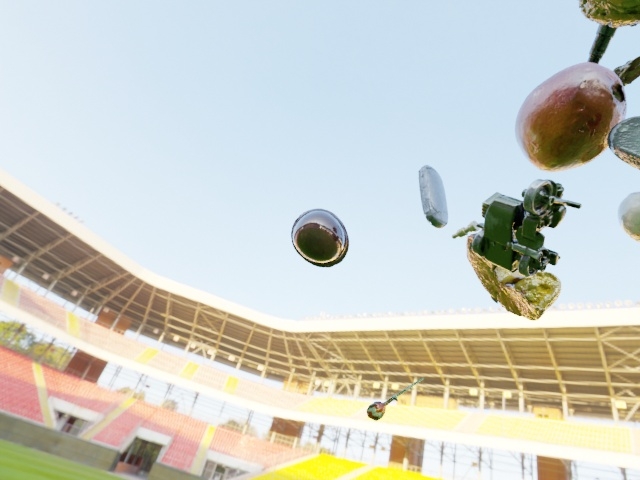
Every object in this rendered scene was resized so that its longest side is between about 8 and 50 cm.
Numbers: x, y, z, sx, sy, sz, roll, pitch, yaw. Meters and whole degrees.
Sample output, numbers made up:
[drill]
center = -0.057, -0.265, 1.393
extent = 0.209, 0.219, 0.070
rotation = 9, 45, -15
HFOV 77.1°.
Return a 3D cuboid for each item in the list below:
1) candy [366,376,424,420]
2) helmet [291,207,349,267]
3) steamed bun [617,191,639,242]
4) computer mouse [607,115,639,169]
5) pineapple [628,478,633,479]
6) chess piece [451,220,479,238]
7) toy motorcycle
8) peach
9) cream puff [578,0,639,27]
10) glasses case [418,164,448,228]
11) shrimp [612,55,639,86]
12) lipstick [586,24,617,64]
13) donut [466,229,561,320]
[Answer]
[candy]
center = 0.203, 0.422, 1.082
extent = 0.049, 0.184, 0.055
rotation = 60, -8, -4
[helmet]
center = 0.000, 0.000, 1.081
extent = 0.155, 0.106, 0.175
rotation = -32, -85, 3
[steamed bun]
center = 1.015, -0.051, 1.193
extent = 0.231, 0.145, 0.232
rotation = 17, 6, -2
[computer mouse]
center = 0.695, -0.183, 0.801
extent = 0.068, 0.229, 0.113
rotation = 26, -73, -34
[pineapple]
center = 0.535, 0.449, 0.573
extent = 0.221, 0.083, 0.103
rotation = 50, -20, 24
[chess piece]
center = 0.454, -0.028, 1.271
extent = 0.035, 0.035, 0.092
rotation = 32, -40, -21
[toy motorcycle]
center = 0.460, -0.034, 0.941
extent = 0.205, 0.127, 0.275
rotation = 36, -37, 51
[peach]
center = 0.649, -0.311, 1.048
extent = 0.238, 0.281, 0.281
rotation = 25, -34, -1
[cream puff]
center = 0.399, -0.327, 0.502
extent = 0.133, 0.119, 0.104
rotation = -39, -32, 26
[glasses case]
center = 0.432, -0.172, 1.538
extent = 0.109, 0.282, 0.067
rotation = 24, -37, -29
[shrimp]
center = 0.813, -0.418, 1.200
extent = 0.077, 0.168, 0.317
rotation = 47, -32, 8
[lipstick]
center = 0.835, -0.561, 1.209
extent = 0.053, 0.053, 0.234
rotation = 10, -51, 12
[donut]
center = 0.799, 0.113, 1.701
extent = 0.435, 0.163, 0.377
rotation = 56, -7, -3
